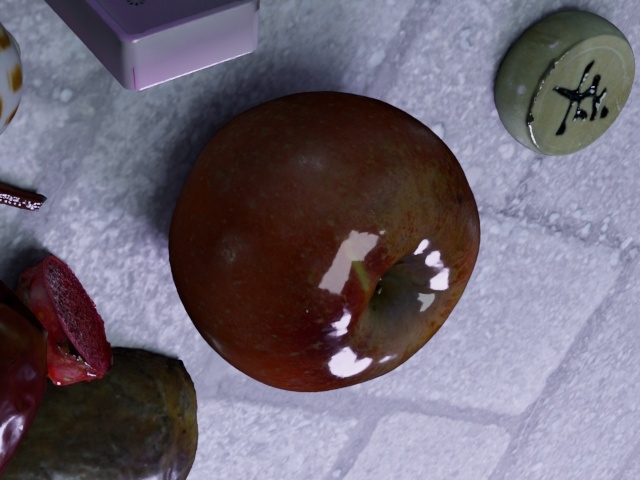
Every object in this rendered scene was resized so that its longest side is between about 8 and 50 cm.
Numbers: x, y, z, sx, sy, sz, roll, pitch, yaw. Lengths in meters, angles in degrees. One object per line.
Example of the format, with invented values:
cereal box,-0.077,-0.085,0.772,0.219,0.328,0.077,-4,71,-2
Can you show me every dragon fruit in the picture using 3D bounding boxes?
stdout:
dragon fruit,-0.306,0.105,1.819,0.111,0.153,0.153,-30,141,10

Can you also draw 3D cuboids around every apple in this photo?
apple,0.000,0.000,1.864,0.348,0.277,0.348,-24,136,-27

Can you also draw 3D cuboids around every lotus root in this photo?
lotus root,-0.266,0.254,1.962,0.314,0.142,0.210,-21,133,-27

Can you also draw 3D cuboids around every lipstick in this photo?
lipstick,-0.355,-0.055,1.718,0.176,0.027,0.027,16,112,-48

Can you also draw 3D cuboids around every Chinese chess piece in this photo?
Chinese chess piece,0.309,-0.197,2.102,0.188,0.083,0.188,-21,132,-25

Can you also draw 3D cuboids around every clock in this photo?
clock,-0.164,-0.233,1.593,0.150,0.197,0.063,-22,136,-25

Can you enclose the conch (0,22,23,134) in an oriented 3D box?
conch,-0.374,-0.147,1.527,0.275,0.149,0.183,-3,121,-41

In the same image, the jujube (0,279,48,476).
jujube,-0.447,0.180,1.663,0.377,0.276,0.276,-51,139,6
